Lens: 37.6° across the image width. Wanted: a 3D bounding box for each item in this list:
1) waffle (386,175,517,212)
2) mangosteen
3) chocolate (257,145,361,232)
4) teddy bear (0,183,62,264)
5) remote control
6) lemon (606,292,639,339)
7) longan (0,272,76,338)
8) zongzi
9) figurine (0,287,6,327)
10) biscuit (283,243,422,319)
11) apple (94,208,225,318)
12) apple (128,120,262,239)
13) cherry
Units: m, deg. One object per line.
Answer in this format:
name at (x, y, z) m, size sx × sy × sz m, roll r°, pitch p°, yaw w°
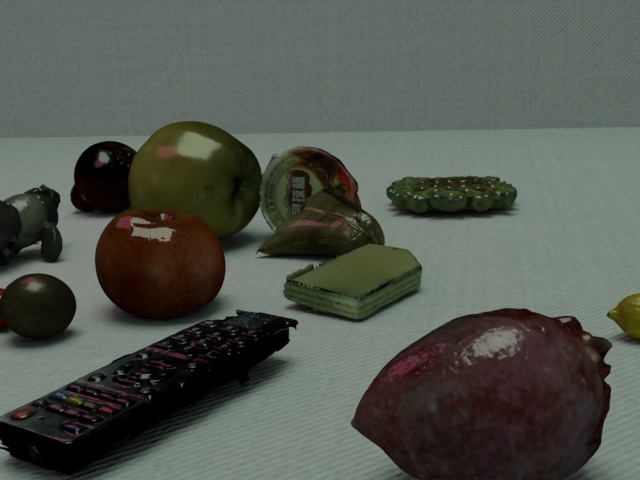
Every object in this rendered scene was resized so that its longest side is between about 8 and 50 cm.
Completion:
waffle at (0.296, -0.108, 2.137) m, size 0.292 × 0.056 × 0.309 m, roll -1°, pitch 13°, yaw 4°
mangosteen at (-0.507, -0.143, 2.225) m, size 0.200 × 0.199 × 0.200 m, roll -2°, pitch 14°, yaw 1°
chocolate at (-0.033, -0.081, 1.891) m, size 0.221 × 0.221 × 0.147 m, roll -6°, pitch -3°, yaw -12°
teddy bear at (-0.588, -0.014, 1.794) m, size 0.251 × 0.144 × 0.171 m, roll 4°, pitch 39°, yaw -53°
remote control at (-0.189, 0.167, 1.112) m, size 0.145 × 0.062 × 0.399 m, roll 7°, pitch 18°, yaw 35°
lemon at (0.432, 0.102, 1.266) m, size 0.092 × 0.065 × 0.065 m, roll 2°, pitch 15°, yaw 8°
longan at (-0.410, 0.096, 1.373) m, size 0.106 × 0.106 × 0.119 m, roll -3°, pitch -8°, yaw -1°
zongzi at (0.000, 0.000, 1.729) m, size 0.197 × 0.099 × 0.194 m, roll -35°, pitch 37°, yaw -17°
figurine at (-0.521, 0.099, 1.424) m, size 0.140 × 0.068 × 0.075 m, roll 0°, pitch 12°, yaw 18°
biscuit at (0.070, 0.062, 1.511) m, size 0.150 × 0.052 × 0.252 m, roll 12°, pitch 21°, yaw 33°
apple at (-0.250, 0.029, 1.468) m, size 0.201 × 0.162 × 0.201 m, roll -4°, pitch 13°, yaw 1°
apple at (-0.245, -0.115, 1.867) m, size 0.263 × 0.262 × 0.262 m, roll -2°, pitch 14°, yaw 1°
cherry at (0.150, 0.152, 0.891) m, size 0.250 × 0.175 × 0.192 m, roll -7°, pitch 6°, yaw -13°
